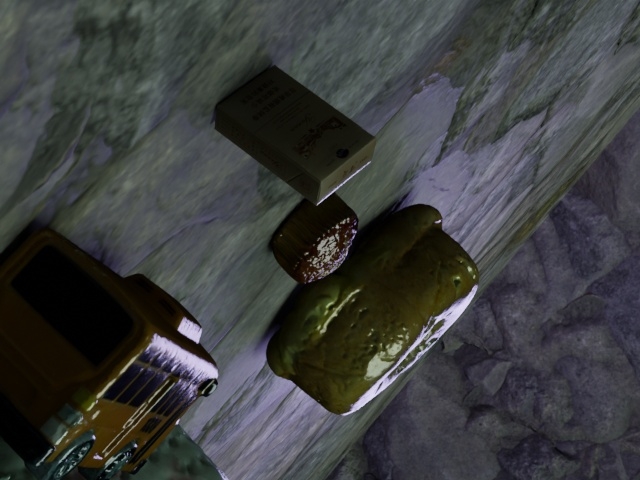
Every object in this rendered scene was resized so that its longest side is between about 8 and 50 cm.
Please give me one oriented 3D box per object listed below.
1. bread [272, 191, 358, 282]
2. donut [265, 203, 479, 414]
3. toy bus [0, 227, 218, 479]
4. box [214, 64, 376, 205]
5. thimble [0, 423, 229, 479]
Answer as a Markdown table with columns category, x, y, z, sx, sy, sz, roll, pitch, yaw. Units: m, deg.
| category | x | y | z | sx | sy | sz | roll | pitch | yaw |
| --- | --- | --- | --- | --- | --- | --- | --- | --- | --- |
| bread | 0.000 | 0.000 | 1.087 | 0.085 | 0.053 | 0.085 | -45 | 168 | -12 |
| donut | 0.061 | 0.083 | 1.399 | 0.261 | 0.128 | 0.208 | -37 | 165 | -37 |
| toy bus | -0.133 | 0.069 | 0.732 | 0.114 | 0.098 | 0.201 | -47 | 167 | -4 |
| box | -0.015 | -0.064 | 0.750 | 0.053 | 0.083 | 0.024 | -39 | 159 | -32 |
| thimble | -0.171 | 0.198 | 0.894 | 0.185 | 0.149 | 0.211 | -47 | 168 | 5 |
